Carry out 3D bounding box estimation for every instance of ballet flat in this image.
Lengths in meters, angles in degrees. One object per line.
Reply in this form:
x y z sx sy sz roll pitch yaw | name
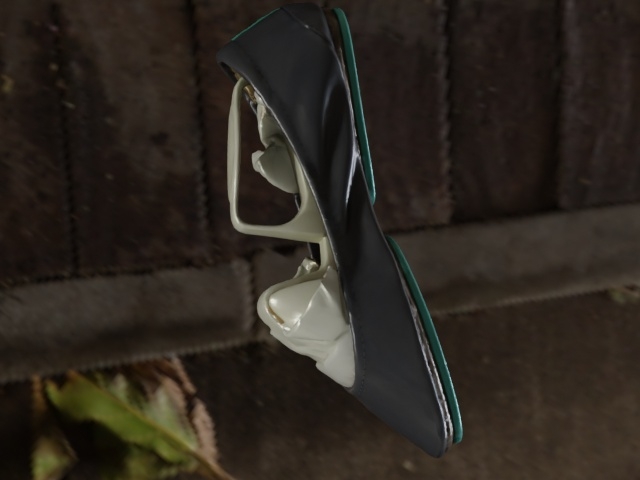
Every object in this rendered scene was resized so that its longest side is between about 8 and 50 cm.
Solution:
0.000 0.000 0.800 0.074 0.074 0.203 -13 83 -23 | ballet flat
